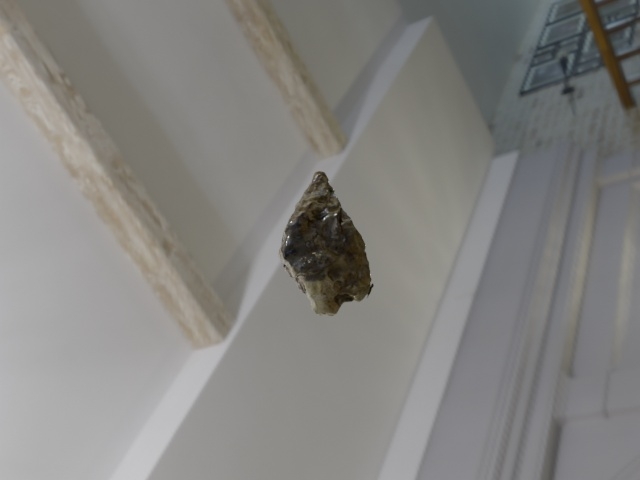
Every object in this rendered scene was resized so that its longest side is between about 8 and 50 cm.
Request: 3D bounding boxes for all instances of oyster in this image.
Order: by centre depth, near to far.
[{"bbox_3d":[-0.003,0.001,0.529,0.034,0.051,0.093,46,-167,-53],"label":"oyster"}]
